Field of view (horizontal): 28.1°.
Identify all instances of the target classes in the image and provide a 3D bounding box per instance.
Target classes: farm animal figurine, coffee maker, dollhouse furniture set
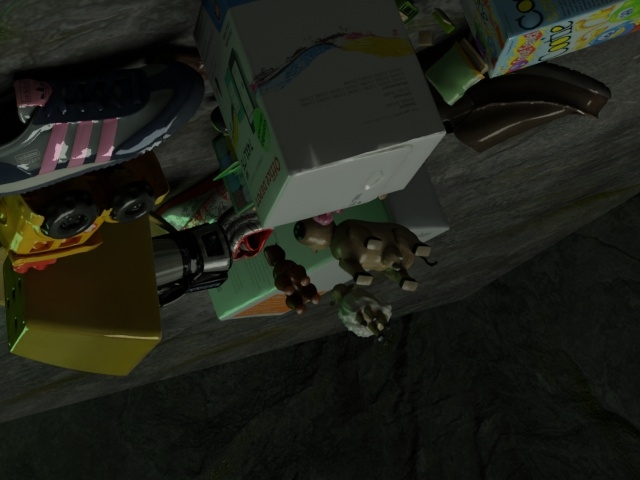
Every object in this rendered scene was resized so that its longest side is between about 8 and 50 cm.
[{"bbox_3d":[0.053,-0.022,2.240,0.326,0.172,0.330,27,100,-33],"label":"farm animal figurine"},{"bbox_3d":[-0.255,0.037,2.108,0.178,0.120,0.171,-12,-172,-29],"label":"coffee maker"},{"bbox_3d":[0.152,-0.262,1.713,0.076,0.152,0.058,-41,164,16],"label":"dollhouse furniture set"}]

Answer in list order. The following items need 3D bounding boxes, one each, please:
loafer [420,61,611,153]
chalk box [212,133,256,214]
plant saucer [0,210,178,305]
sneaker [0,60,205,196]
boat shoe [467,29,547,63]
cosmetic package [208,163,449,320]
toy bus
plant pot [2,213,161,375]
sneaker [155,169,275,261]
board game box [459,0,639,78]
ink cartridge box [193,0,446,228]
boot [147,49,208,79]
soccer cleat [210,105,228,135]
[{"bbox_3d":[0.264,-0.192,1.920,0.366,0.130,0.134,3,176,39],"label":"loafer"},{"bbox_3d":[-0.073,-0.127,1.983,0.213,0.132,0.132,-7,162,-43],"label":"chalk box"},{"bbox_3d":[-0.427,-0.007,2.046,0.332,0.081,0.333,-22,167,5],"label":"plant saucer"},{"bbox_3d":[-0.301,-0.155,1.551,0.319,0.112,0.131,-22,145,5],"label":"sneaker"},{"bbox_3d":[0.290,-0.293,1.914,0.116,0.099,0.319,-24,168,7],"label":"boat shoe"},{"bbox_3d":[0.000,0.000,2.552,0.453,0.161,0.230,-29,165,30],"label":"cosmetic package"},{"bbox_3d":[-0.346,-0.043,1.748,0.220,0.149,0.211,-12,148,-38],"label":"toy bus"},{"bbox_3d":[-0.364,0.078,1.897,0.187,0.212,0.212,0,159,-24],"label":"plant pot"},{"bbox_3d":[-0.188,-0.020,2.210,0.270,0.145,0.090,-30,164,38],"label":"sneaker"},{"bbox_3d":[0.338,-0.341,1.692,0.275,0.144,0.142,-18,168,-7],"label":"board game box"},{"bbox_3d":[-0.008,-0.186,1.513,0.197,0.270,0.198,-16,166,-17],"label":"ink cartridge box"},{"bbox_3d":[-0.156,-0.235,1.626,0.114,0.037,0.106,0,154,-46],"label":"boot"},{"bbox_3d":[-0.085,-0.195,1.860,0.179,0.060,0.072,-17,159,-45],"label":"soccer cleat"}]
